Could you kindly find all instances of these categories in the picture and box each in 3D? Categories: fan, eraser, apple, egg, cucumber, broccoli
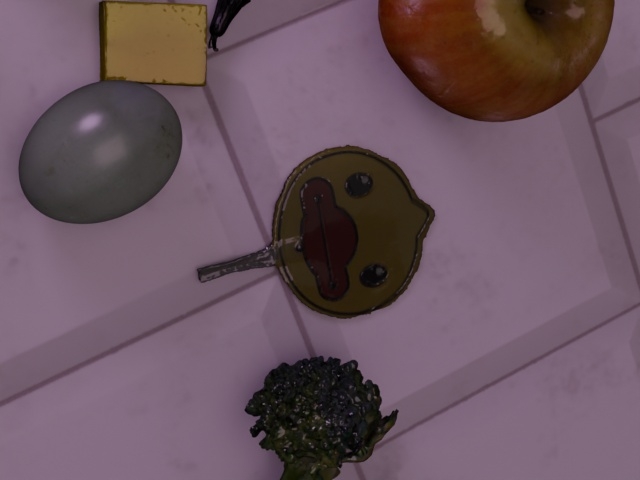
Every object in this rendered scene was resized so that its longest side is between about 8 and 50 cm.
[{"bbox_3d":[0.000,0.000,1.395,0.335,0.011,0.229,-15,103,-20],"label":"fan"},{"bbox_3d":[-0.198,-0.232,1.267,0.122,0.045,0.097,0,99,-20],"label":"eraser"},{"bbox_3d":[0.210,-0.284,1.315,0.286,0.233,0.285,-3,98,-25],"label":"apple"},{"bbox_3d":[-0.247,-0.098,1.212,0.192,0.149,0.149,-32,108,-12],"label":"egg"},{"bbox_3d":[-0.098,-0.303,1.299,0.039,0.043,0.163,24,92,-30],"label":"cucumber"},{"bbox_3d":[-0.007,0.268,1.388,0.198,0.177,0.274,-37,145,-46],"label":"broccoli"}]
